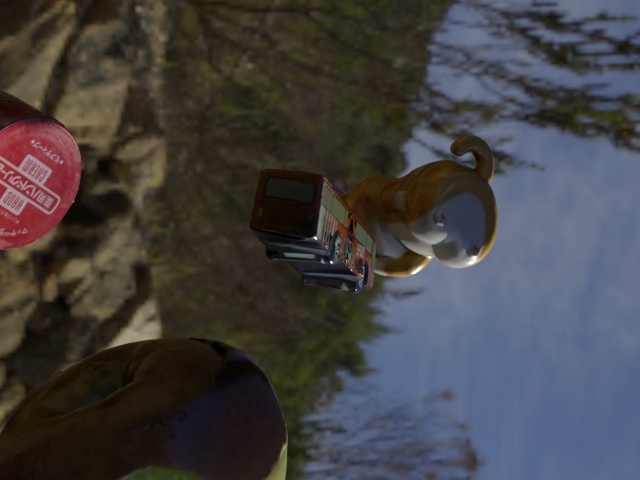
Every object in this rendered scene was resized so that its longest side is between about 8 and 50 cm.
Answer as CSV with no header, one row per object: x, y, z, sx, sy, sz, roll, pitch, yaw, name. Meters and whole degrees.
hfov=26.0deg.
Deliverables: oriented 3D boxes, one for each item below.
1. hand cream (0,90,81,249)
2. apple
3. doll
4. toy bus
-0.423,-0.095,1.816,0.125,0.193,0.193,30,-53,38,hand cream
-0.198,0.309,1.666,0.374,0.384,0.374,38,45,-51,apple
0.140,-0.036,2.073,0.269,0.167,0.162,-15,-143,41,doll
0.000,0.000,1.751,0.409,0.093,0.092,46,52,-75,toy bus
